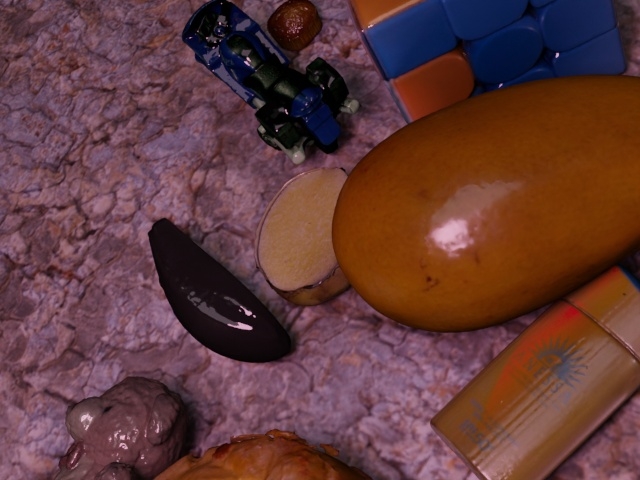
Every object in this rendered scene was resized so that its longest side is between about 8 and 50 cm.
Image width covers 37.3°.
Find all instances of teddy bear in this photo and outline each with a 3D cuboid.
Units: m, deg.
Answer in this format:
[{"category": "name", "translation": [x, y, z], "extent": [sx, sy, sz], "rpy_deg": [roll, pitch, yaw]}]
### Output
[{"category": "teddy bear", "translation": [-0.263, 0.292, 1.157], "extent": [0.236, 0.151, 0.267], "rpy_deg": [-13, 53, 67]}]

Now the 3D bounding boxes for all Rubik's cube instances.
[{"category": "Rubik's cube", "translation": [0.190, -0.334, 1.234], "extent": [0.291, 0.290, 0.291], "rpy_deg": [-25, 54, 11]}]

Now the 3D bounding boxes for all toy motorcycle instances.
[{"category": "toy motorcycle", "translation": [-0.089, -0.240, 1.367], "extent": [0.125, 0.196, 0.331], "rpy_deg": [-44, 52, -5]}]

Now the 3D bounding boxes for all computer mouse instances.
[{"category": "computer mouse", "translation": [-0.151, 0.080, 1.243], "extent": [0.086, 0.138, 0.269], "rpy_deg": [-41, 54, -14]}]

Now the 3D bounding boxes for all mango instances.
[{"category": "mango", "translation": [0.228, -0.054, 1.077], "extent": [0.445, 0.232, 0.300], "rpy_deg": [-21, 26, 12]}]

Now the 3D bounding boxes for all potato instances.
[{"category": "potato", "translation": [0.000, 0.000, 1.259], "extent": [0.164, 0.081, 0.201], "rpy_deg": [-15, 53, 26]}]

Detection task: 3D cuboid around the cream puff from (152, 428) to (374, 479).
[{"category": "cream puff", "translation": [-0.078, 0.363, 0.977], "extent": [0.350, 0.229, 0.350], "rpy_deg": [-23, 18, 8]}]

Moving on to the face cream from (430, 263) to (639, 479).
[{"category": "face cream", "translation": [0.265, 0.152, 1.050], "extent": [0.285, 0.067, 0.139], "rpy_deg": [-43, 52, -4]}]

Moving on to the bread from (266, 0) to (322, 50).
[{"category": "bread", "translation": [-0.043, -0.345, 1.496], "extent": [0.085, 0.053, 0.085], "rpy_deg": [-12, 57, 19]}]
